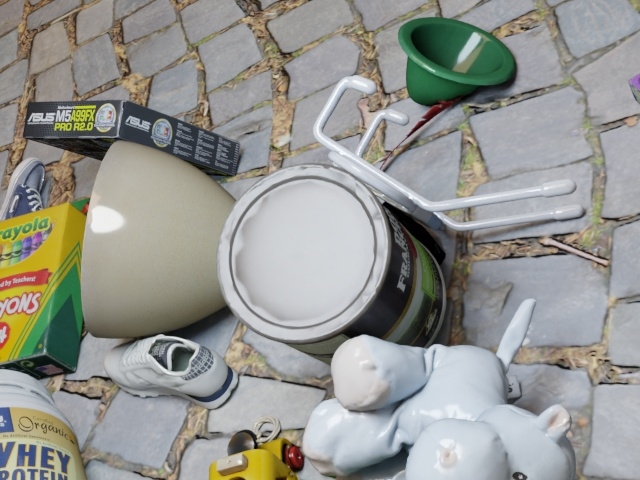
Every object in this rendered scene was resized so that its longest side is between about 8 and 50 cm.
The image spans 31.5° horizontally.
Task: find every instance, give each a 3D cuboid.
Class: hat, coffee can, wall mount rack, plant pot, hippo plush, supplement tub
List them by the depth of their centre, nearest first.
[{"bbox_3d":[0.151,0.231,1.182,0.294,0.234,0.236,-7,28,-26],"label":"hippo plush"},{"bbox_3d":[0.022,0.045,1.349,0.201,0.275,0.202,-5,74,18],"label":"coffee can"},{"bbox_3d":[0.156,-0.076,1.394,0.304,0.350,0.130,33,94,16],"label":"wall mount rack"},{"bbox_3d":[-0.412,0.341,1.463,0.228,0.228,0.316,-34,43,4],"label":"supplement tub"},{"bbox_3d":[-0.208,0.009,1.617,0.190,0.284,0.284,7,53,3],"label":"plant pot"},{"bbox_3d":[0.167,-0.213,1.703,0.208,0.184,0.173,-5,44,-26],"label":"hat"}]

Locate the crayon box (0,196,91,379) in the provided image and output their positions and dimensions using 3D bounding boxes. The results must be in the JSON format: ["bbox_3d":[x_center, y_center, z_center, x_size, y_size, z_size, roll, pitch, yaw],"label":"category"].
[{"bbox_3d":[-0.472,0.068,1.815,0.202,0.081,0.319,-15,56,24],"label":"crayon box"}]

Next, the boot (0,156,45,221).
[{"bbox_3d":[-0.512,-0.060,2.006,0.086,0.069,0.190,6,66,29],"label":"boot"}]

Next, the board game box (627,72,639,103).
[{"bbox_3d":[0.589,-0.235,1.422,0.346,0.056,0.208,-34,47,4],"label":"board game box"}]

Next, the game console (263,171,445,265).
[{"bbox_3d":[0.000,0.000,1.618,0.213,0.044,0.361,-42,44,-5],"label":"game console"}]

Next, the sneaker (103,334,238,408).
[{"bbox_3d":[-0.224,0.166,1.588,0.235,0.095,0.090,1,57,37],"label":"sneaker"}]

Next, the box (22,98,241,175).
[{"bbox_3d":[-0.293,-0.159,1.789,0.216,0.270,0.060,3,83,37],"label":"box"}]

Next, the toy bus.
[{"bbox_3d":[-0.085,0.296,1.372,0.202,0.104,0.191,24,69,44],"label":"toy bus"}]
